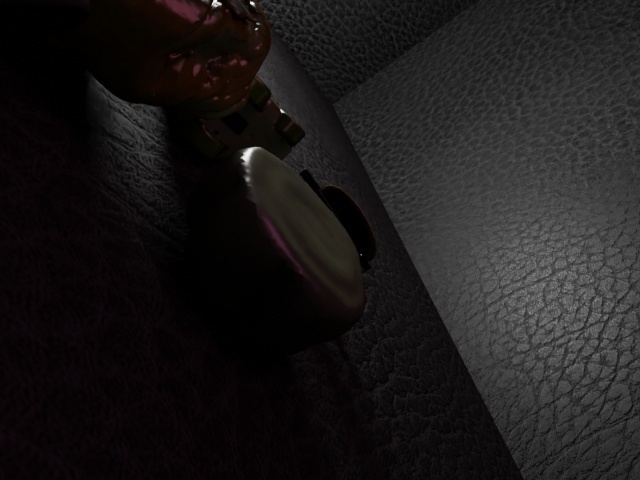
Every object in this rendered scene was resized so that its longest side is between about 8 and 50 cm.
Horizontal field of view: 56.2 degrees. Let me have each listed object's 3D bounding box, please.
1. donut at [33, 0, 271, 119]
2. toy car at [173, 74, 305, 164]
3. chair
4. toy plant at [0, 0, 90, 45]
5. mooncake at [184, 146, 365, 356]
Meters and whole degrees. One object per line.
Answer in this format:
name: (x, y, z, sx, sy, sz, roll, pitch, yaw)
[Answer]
donut: (-0.224, -0.291, 0.731, 0.360, 0.170, 0.360, 31, 26, -17)
toy car: (-0.161, -0.215, 1.006, 0.235, 0.145, 0.235, 44, 2, -2)
chair: (0.000, 0.000, 1.006, 0.158, 0.172, 0.247, 58, 20, 11)
toy plant: (-0.317, -0.362, 0.458, 0.185, 0.279, 0.400, -110, -173, -79)
mooncake: (-0.056, 0.015, 0.748, 0.275, 0.135, 0.275, 47, 22, -26)
